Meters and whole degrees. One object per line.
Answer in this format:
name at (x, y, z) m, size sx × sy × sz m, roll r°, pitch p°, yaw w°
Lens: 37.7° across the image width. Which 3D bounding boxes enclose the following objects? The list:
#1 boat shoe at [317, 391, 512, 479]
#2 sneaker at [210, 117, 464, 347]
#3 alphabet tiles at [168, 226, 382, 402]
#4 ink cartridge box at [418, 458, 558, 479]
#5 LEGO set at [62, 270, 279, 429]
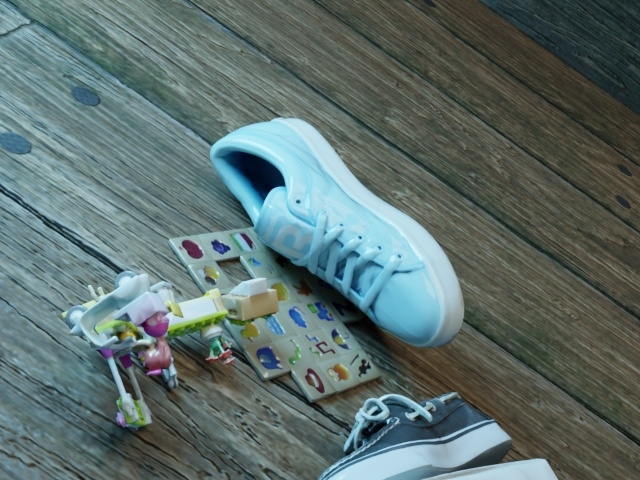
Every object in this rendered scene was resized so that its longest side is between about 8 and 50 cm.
boat shoe at (0.077, 0.202, 0.913) m, size 0.306 × 0.113 × 0.105 m, roll -7°, pitch 46°, yaw -50°
sneaker at (0.000, 0.000, 1.078) m, size 0.150 × 0.135 × 0.366 m, roll -16°, pitch 50°, yaw -42°
alphabet tiles at (-0.036, 0.075, 1.061) m, size 0.198 × 0.009 × 0.237 m, roll -9°, pitch 54°, yaw -48°
ink cartridge box at (0.089, 0.299, 0.689) m, size 0.168 × 0.232 × 0.171 m, roll 2°, pitch 46°, yaw -41°
LEGO set at (-0.130, 0.102, 0.859) m, size 0.107 × 0.132 × 0.287 m, roll 66°, pitch 17°, yaw 13°
